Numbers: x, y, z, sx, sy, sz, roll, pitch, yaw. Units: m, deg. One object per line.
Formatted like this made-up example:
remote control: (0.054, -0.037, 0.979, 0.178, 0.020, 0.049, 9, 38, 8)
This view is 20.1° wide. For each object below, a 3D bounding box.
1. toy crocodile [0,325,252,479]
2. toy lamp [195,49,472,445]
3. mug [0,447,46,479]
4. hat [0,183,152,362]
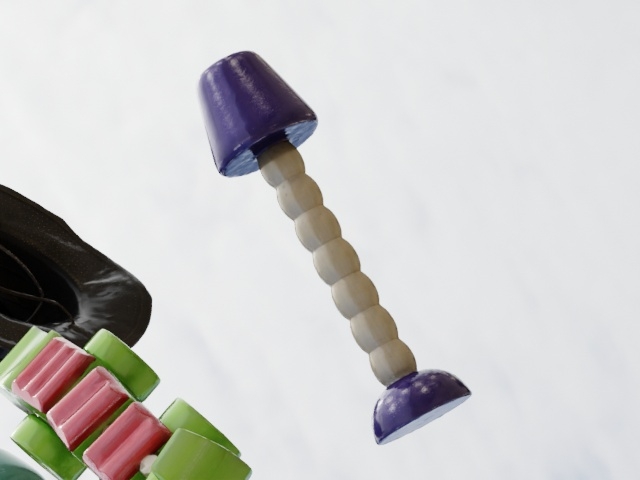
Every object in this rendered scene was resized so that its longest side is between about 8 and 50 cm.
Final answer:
toy crocodile: (-0.162, 0.139, 1.356, 0.340, 0.115, 0.105, 31, 163, 52)
toy lamp: (0.000, 0.000, 1.189, 0.275, 0.080, 0.080, 62, -158, 13)
mug: (-0.390, 0.334, 2.149, 0.158, 0.097, 0.129, -53, -43, -15)
hat: (-0.338, 0.069, 1.833, 0.331, 0.134, 0.331, 25, -159, -10)
